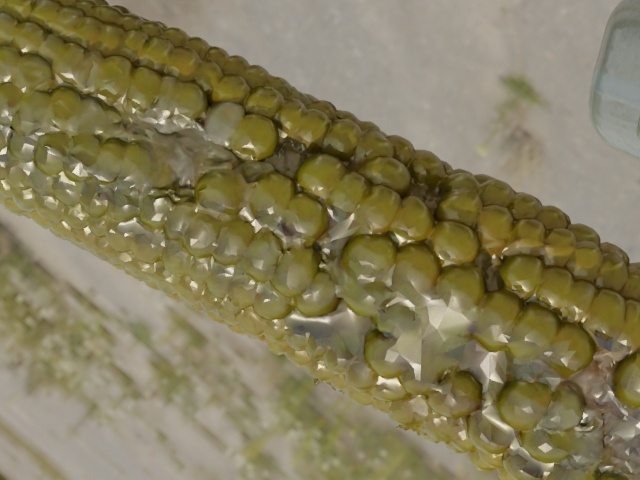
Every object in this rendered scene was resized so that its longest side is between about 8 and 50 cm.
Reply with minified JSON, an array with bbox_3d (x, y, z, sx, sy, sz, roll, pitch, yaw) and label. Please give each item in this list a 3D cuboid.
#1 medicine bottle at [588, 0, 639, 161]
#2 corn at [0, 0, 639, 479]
[{"bbox_3d":[0.335,-0.059,0.955,0.282,0.123,0.375,2,-163,-26],"label":"medicine bottle"},{"bbox_3d":[0.000,0.000,0.583,0.320,0.097,0.097,27,165,0],"label":"corn"}]
